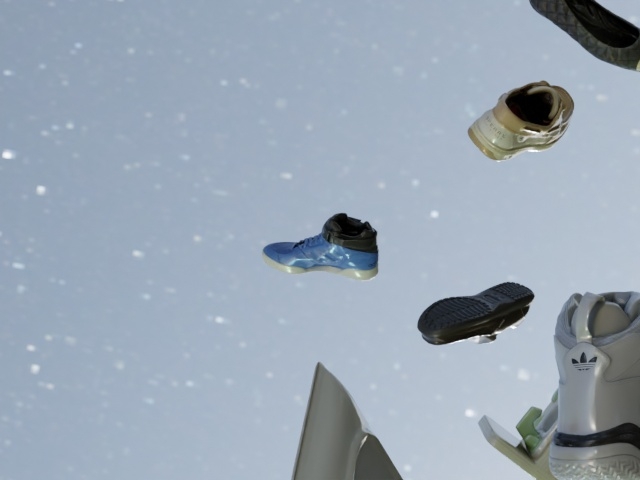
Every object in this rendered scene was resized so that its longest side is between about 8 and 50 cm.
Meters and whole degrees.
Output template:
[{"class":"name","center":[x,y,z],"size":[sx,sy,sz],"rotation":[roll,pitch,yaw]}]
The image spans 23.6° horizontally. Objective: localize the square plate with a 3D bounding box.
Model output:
[{"class":"square plate","center":[0.044,0.355,1.561],"size":[0.347,0.049,0.344],"rotation":[60,-147,-46]}]

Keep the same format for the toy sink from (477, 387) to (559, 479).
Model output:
[{"class":"toy sink","center":[0.340,0.266,1.983],"size":[0.131,0.234,0.153],"rotation":[-53,1,3]}]

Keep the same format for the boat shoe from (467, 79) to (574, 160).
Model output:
[{"class":"boat shoe","center":[0.208,-0.123,1.473],"size":[0.170,0.063,0.059],"rotation":[-29,-16,-52]}]

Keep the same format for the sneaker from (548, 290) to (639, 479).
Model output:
[{"class":"sneaker","center":[0.370,0.165,1.732],"size":[0.366,0.137,0.210],"rotation":[9,-100,-56]}]

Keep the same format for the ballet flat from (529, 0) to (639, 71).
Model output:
[{"class":"ballet flat","center":[0.299,-0.237,1.656],"size":[0.057,0.173,0.049],"rotation":[-48,-15,-34]}]

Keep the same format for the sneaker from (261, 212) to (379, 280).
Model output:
[{"class":"sneaker","center":[0.000,-0.001,1.943],"size":[0.058,0.152,0.085],"rotation":[-64,-21,-54]}]

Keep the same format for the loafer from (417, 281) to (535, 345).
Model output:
[{"class":"loafer","center":[0.240,0.128,2.323],"size":[0.220,0.080,0.078],"rotation":[-14,-60,-34]}]
